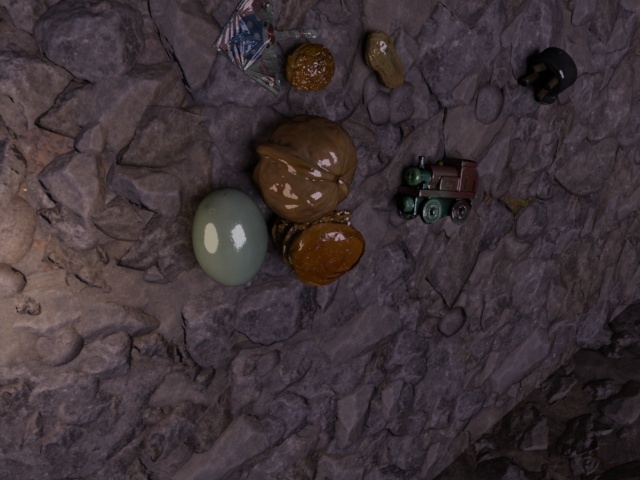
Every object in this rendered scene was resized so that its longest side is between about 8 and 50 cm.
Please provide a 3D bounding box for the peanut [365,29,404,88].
[{"bbox_3d":[0.186,-0.519,1.907,0.093,0.083,0.194,-41,130,-13],"label":"peanut"}]

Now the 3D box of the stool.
[{"bbox_3d":[0.795,-0.554,2.285,0.139,0.153,0.228,-37,128,-16],"label":"stool"}]

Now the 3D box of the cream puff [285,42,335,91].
[{"bbox_3d":[-0.020,-0.462,1.763,0.144,0.103,0.126,-32,136,-34],"label":"cream puff"}]

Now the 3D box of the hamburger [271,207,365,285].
[{"bbox_3d":[-0.008,-0.007,1.908,0.245,0.211,0.260,22,115,-45],"label":"hamburger"}]

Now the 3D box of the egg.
[{"bbox_3d":[-0.243,-0.007,1.762,0.203,0.203,0.282,-21,121,-27],"label":"egg"}]

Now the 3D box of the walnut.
[{"bbox_3d":[-0.042,-0.195,1.776,0.285,0.285,0.296,30,85,-41],"label":"walnut"}]

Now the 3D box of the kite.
[{"bbox_3d":[-0.137,-0.534,1.714,0.314,0.011,0.335,-18,122,-28],"label":"kite"}]

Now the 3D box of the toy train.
[{"bbox_3d":[0.391,-0.168,2.197,0.304,0.150,0.221,-1,102,-34],"label":"toy train"}]
